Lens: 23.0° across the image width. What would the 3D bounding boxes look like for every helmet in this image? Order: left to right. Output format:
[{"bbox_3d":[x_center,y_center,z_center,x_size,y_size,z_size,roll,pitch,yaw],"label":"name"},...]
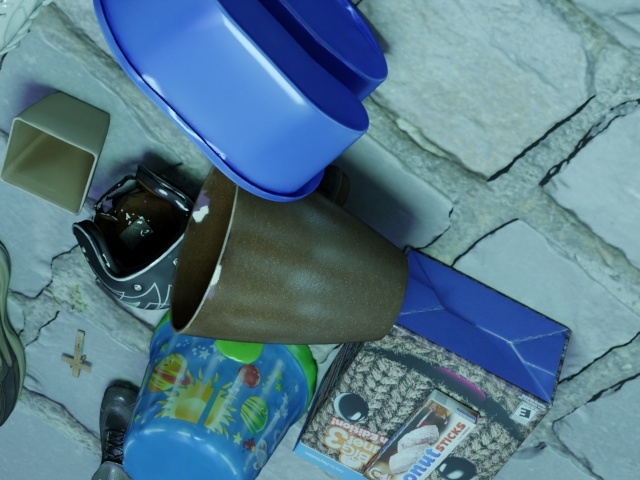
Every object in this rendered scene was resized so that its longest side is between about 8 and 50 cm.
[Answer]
[{"bbox_3d":[-0.206,0.007,1.928,0.161,0.169,0.169,45,132,8],"label":"helmet"}]

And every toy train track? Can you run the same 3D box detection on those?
[{"bbox_3d":[-0.338,0.158,2.213,0.048,0.014,0.083,22,127,12],"label":"toy train track"}]

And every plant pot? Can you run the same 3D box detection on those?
[{"bbox_3d":[-0.312,-0.116,1.916,0.109,0.096,0.109,26,133,0],"label":"plant pot"},{"bbox_3d":[-0.026,0.032,1.777,0.230,0.215,0.215,17,135,-17],"label":"plant pot"}]

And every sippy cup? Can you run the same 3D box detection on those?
[{"bbox_3d":[-0.145,0.228,2.055,0.240,0.224,0.305,-3,126,23],"label":"sippy cup"}]

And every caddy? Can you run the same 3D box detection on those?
[{"bbox_3d":[-0.090,-0.199,1.668,0.179,0.241,0.341,-33,111,31],"label":"caddy"}]

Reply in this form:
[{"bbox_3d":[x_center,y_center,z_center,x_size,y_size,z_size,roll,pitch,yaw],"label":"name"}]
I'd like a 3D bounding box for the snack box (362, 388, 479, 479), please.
[{"bbox_3d":[0.120,0.249,1.913,0.064,0.022,0.178,30,132,-7],"label":"snack box"}]

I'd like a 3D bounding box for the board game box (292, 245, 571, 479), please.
[{"bbox_3d":[0.135,0.190,1.971,0.232,0.141,0.291,27,132,-2],"label":"board game box"}]

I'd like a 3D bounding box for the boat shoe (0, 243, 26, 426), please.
[{"bbox_3d":[-0.499,0.145,2.183,0.132,0.130,0.355,11,131,13],"label":"boat shoe"}]

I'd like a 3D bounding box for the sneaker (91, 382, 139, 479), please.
[{"bbox_3d":[-0.284,0.311,2.257,0.078,0.106,0.234,11,131,11],"label":"sneaker"}]

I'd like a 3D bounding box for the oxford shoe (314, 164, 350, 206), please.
[{"bbox_3d":[0.000,0.000,1.921,0.096,0.082,0.227,7,131,-19],"label":"oxford shoe"}]

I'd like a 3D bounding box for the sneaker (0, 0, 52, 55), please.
[{"bbox_3d":[-0.352,-0.286,1.777,0.110,0.118,0.292,35,130,-7],"label":"sneaker"}]
